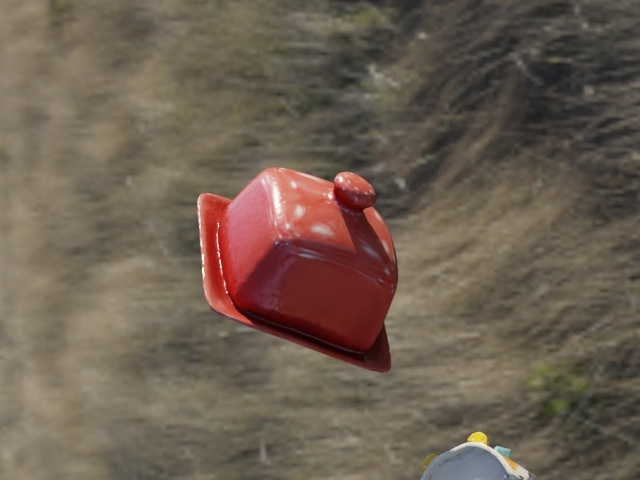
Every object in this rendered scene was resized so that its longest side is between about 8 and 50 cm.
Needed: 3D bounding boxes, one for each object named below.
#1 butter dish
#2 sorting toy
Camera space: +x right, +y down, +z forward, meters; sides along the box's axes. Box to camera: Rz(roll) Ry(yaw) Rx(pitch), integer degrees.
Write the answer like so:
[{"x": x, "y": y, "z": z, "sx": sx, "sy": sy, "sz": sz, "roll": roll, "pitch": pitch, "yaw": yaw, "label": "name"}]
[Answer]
[{"x": 0.000, "y": 0.000, "z": 1.075, "sx": 0.118, "sy": 0.160, "sz": 0.160, "roll": -55, "pitch": 25, "yaw": 28, "label": "butter dish"}, {"x": 0.118, "y": 0.175, "z": 1.030, "sx": 0.083, "sy": 0.075, "sz": 0.045, "roll": -30, "pitch": 55, "yaw": 27, "label": "sorting toy"}]
